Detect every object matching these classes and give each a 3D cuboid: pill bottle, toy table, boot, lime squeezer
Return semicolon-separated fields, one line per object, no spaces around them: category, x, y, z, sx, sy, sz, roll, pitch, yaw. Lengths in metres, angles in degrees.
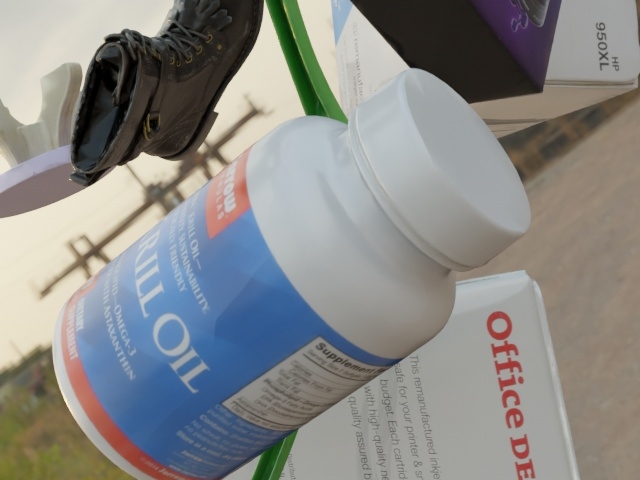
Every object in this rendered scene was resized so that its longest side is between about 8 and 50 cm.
pill bottle;-0.014;0.018;0.618;0.221;0.124;0.124;-38;1;26
toy table;-0.442;-0.153;1.998;0.274;0.161;0.252;-21;-8;25
boot;-0.146;-0.176;1.230;0.229;0.091;0.263;-15;-56;-76
lime squeezer;0.000;0.000;0.727;0.058;0.310;0.110;7;11;17

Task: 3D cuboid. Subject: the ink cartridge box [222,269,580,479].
ink cartridge box;0.021;0.148;0.889;0.283;0.207;0.117;-11;-3;-4

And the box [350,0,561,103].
box;0.095;-0.256;1.027;0.103;0.261;0.184;-6;59;36

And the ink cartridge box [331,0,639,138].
ink cartridge box;0.167;-0.269;1.470;0.166;0.286;0.395;-3;-6;-25
